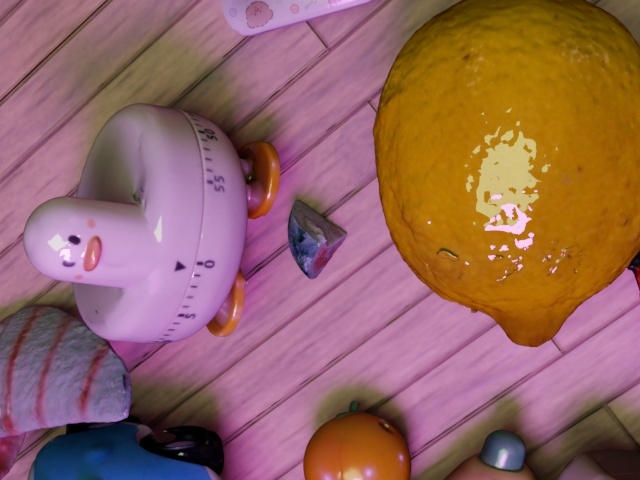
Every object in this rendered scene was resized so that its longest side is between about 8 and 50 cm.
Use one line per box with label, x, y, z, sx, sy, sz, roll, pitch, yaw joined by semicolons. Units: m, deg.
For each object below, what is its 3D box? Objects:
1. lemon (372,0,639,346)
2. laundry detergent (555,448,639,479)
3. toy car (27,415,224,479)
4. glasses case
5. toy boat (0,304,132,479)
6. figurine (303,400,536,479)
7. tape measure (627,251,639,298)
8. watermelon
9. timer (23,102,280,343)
lemon;0.168;-0.069;1.023;0.245;0.245;0.319;-1;89;17
laundry detergent;0.252;0.323;1.119;0.091;0.181;0.253;36;112;46
toy car;-0.210;0.286;1.211;0.255;0.190;0.188;6;104;39
glasses case;-0.018;-0.243;1.152;0.164;0.041;0.063;-12;96;18
toy boat;-0.284;0.147;1.224;0.282;0.206;0.096;-14;140;39
figurine;0.058;0.274;1.184;0.325;0.124;0.222;-11;97;22
tape measure;0.409;0.102;1.054;0.253;0.114;0.260;-9;101;17
watermelon;0.000;0.000;1.186;0.061;0.085;0.085;-17;96;-16
timer;-0.179;-0.016;1.132;0.240;0.233;0.233;8;107;-30
